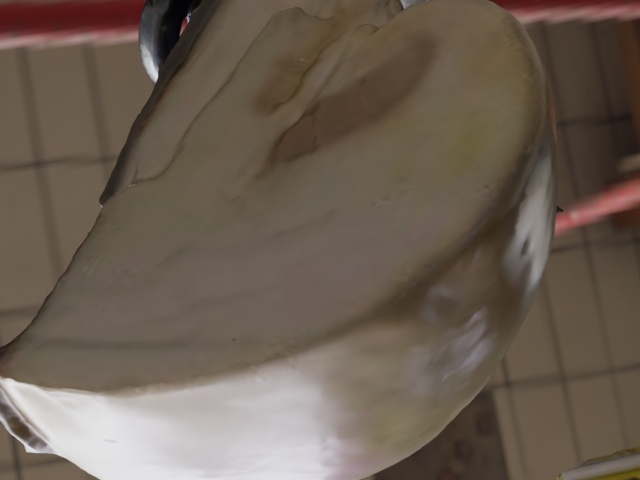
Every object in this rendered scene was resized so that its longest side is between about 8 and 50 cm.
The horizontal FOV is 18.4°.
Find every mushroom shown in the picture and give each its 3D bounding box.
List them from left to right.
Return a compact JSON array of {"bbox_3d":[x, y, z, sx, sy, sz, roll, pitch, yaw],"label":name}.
[{"bbox_3d":[0.025,0.010,0.724,0.173,0.236,0.162,5,143,33],"label":"mushroom"}]

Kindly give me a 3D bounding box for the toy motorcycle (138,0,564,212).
[{"bbox_3d":[0.026,-0.069,1.028,0.212,0.125,0.359,-40,143,-28],"label":"toy motorcycle"}]

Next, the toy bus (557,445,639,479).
[{"bbox_3d":[0.217,0.104,0.832,0.226,0.074,0.081,-17,171,28],"label":"toy bus"}]
